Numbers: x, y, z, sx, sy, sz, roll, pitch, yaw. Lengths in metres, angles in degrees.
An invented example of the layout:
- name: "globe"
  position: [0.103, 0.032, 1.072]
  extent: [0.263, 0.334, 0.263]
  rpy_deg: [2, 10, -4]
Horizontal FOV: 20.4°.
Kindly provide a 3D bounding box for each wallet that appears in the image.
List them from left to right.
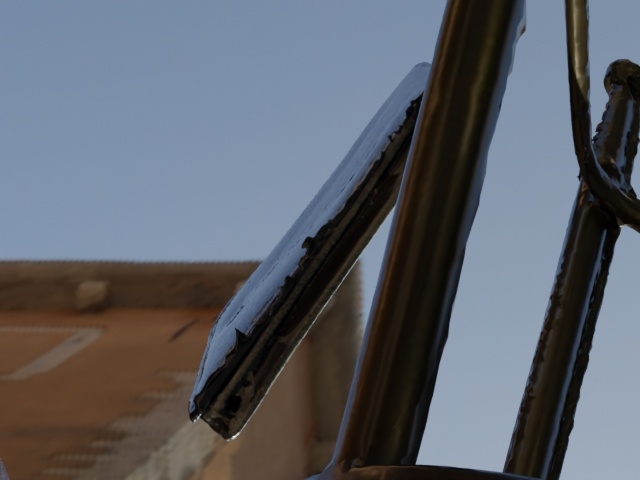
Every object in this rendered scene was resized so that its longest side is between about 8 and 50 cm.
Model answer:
- name: "wallet"
  position: [0.002, 0.001, 0.978]
  extent: [0.036, 0.167, 0.222]
  rpy_deg: [36, -81, -5]

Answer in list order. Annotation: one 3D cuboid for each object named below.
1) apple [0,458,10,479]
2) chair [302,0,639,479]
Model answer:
- name: "apple"
  position: [-0.214, 0.099, 0.284]
  extent: [0.364, 0.364, 0.363]
  rpy_deg: [2, -82, 11]
- name: "chair"
  position: [0.182, 0.024, 0.588]
  extent: [0.362, 0.364, 0.410]
  rpy_deg: [19, -120, 22]
